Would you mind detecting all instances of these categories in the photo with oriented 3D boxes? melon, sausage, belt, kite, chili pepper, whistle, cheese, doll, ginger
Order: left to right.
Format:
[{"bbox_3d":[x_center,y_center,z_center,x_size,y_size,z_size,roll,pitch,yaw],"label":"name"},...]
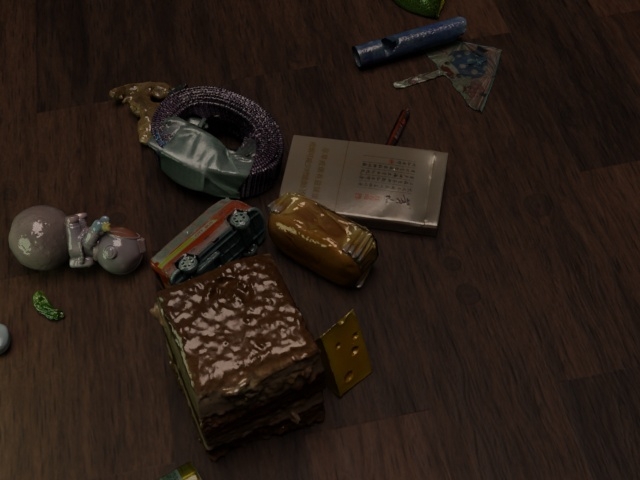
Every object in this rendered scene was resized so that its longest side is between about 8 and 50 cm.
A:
[{"bbox_3d":[-0.582,0.140,1.842,0.091,0.030,0.034,38,39,24],"label":"chili pepper"},{"bbox_3d":[-0.518,0.008,1.876,0.287,0.151,0.151,9,55,2],"label":"doll"},{"bbox_3d":[-0.409,-0.319,2.150,0.149,0.065,0.259,-26,55,-19],"label":"ginger"},{"bbox_3d":[-0.239,-0.228,2.026,0.324,0.122,0.260,29,57,9],"label":"belt"},{"bbox_3d":[0.030,0.200,1.679,0.093,0.171,0.126,-35,60,-20],"label":"cheese"},{"bbox_3d":[0.179,-0.250,2.091,0.028,0.025,0.198,39,55,-22],"label":"sausage"},{"bbox_3d":[0.233,-0.516,2.249,0.304,0.062,0.062,-17,55,-8],"label":"whistle"},{"bbox_3d":[0.275,-0.749,2.390,0.169,0.129,0.265,10,56,14],"label":"melon"},{"bbox_3d":[0.334,-0.439,2.229,0.314,0.011,0.335,-22,55,-13],"label":"kite"}]

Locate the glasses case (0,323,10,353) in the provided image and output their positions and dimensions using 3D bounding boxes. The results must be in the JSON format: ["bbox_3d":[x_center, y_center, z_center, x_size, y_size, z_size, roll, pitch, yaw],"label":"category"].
[{"bbox_3d":[-0.728,0.212,1.785,0.178,0.045,0.067,-9,54,-3],"label":"glasses case"}]

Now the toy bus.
[{"bbox_3d":[-0.240,0.016,1.865,0.119,0.121,0.265,28,60,32],"label":"toy bus"}]

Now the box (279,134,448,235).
[{"bbox_3d":[0.098,-0.129,1.977,0.364,0.051,0.205,7,62,9],"label":"box"}]

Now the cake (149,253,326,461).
[{"bbox_3d":[-0.149,0.218,1.608,0.255,0.290,0.282,-22,59,-11],"label":"cake"}]

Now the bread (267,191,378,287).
[{"bbox_3d":[0.000,0.000,1.849,0.241,0.136,0.107,28,62,22],"label":"bread"}]

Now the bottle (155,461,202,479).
[{"bbox_3d":[-0.338,0.497,1.535,0.286,0.082,0.082,-27,57,-17],"label":"bottle"}]
